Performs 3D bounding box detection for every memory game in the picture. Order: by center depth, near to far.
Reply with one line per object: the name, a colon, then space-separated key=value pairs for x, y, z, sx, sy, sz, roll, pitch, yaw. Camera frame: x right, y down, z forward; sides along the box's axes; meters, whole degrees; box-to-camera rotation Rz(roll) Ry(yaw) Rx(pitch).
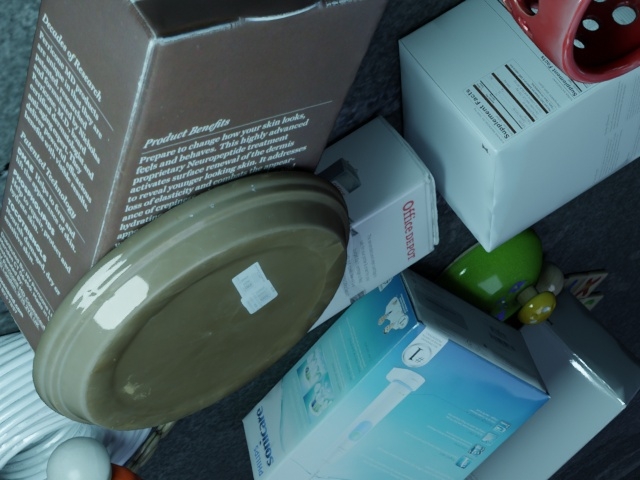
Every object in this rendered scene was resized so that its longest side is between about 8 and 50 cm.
memory game: x=-0.169 y=0.204 z=1.467 sx=0.186 sy=0.012 sz=0.186 roll=-53 pitch=179 yaw=-1

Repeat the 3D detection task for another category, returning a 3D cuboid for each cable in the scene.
cable: x=-0.266 y=0.176 z=1.298 sx=0.257 sy=0.089 sz=0.257 roll=-21 pitch=151 yaw=-31

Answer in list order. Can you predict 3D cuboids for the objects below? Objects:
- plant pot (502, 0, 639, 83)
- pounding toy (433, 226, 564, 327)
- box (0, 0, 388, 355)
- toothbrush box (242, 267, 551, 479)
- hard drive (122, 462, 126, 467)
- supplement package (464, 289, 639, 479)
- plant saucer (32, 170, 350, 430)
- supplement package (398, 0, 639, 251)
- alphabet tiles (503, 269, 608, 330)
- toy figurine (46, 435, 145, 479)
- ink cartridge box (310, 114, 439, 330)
plant pot: x=0.212 y=-0.248 z=1.093 sx=0.191 sy=0.174 sz=0.191 roll=-29 pitch=155 yaw=-15
pounding toy: x=0.238 y=0.087 z=1.782 sx=0.183 sy=0.110 sz=0.237 roll=-41 pitch=155 yaw=8
box: x=-0.113 y=-0.068 z=1.026 sx=0.191 sy=0.143 sz=0.381 roll=-18 pitch=151 yaw=-34
toothbrush box: x=0.084 y=0.200 z=1.653 sx=0.216 sy=0.126 sz=0.295 roll=29 pitch=114 yaw=-29
hard drive: x=-0.337 y=0.336 z=1.539 sx=0.210 sy=0.040 sz=0.319 roll=-18 pitch=149 yaw=-35
supplement package: x=0.288 y=0.240 z=1.965 sx=0.293 sy=0.175 sz=0.177 roll=-49 pitch=168 yaw=24
plant saucer: x=-0.087 y=0.057 z=1.069 sx=0.278 sy=0.041 sz=0.278 roll=-29 pitch=153 yaw=-16
supplement package: x=0.197 y=-0.134 z=1.299 sx=0.203 sy=0.149 sz=0.194 roll=-32 pitch=155 yaw=-12
alphabet tiles: x=0.281 y=0.167 z=2.094 sx=0.285 sy=0.011 sz=0.342 roll=-5 pitch=140 yaw=-50
toy figurine: x=-0.220 y=0.304 z=1.233 sx=0.209 sy=0.213 sz=0.148 roll=-34 pitch=147 yaw=1
ink cartridge box: x=0.000 y=0.000 z=1.342 sx=0.218 sy=0.092 sz=0.158 roll=-31 pitch=155 yaw=-9
